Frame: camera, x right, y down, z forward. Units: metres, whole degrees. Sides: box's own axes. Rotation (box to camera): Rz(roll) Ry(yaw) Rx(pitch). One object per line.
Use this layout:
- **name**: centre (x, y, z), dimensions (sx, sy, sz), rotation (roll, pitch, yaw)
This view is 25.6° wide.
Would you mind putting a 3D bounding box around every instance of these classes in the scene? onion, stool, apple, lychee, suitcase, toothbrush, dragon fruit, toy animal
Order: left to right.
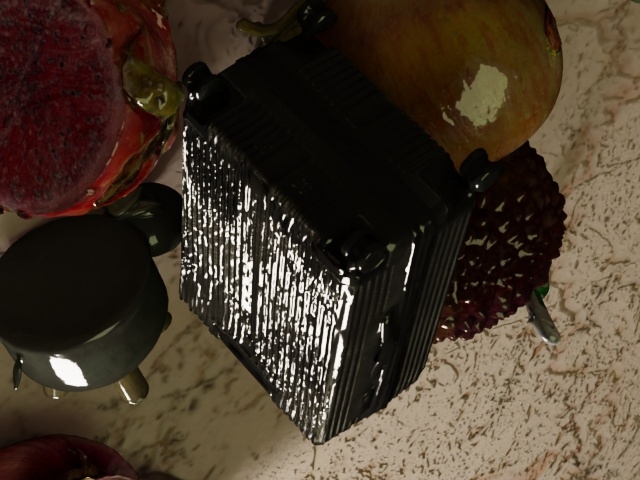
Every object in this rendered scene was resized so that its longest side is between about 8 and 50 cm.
- **onion**: centre (-0.327, 0.315, 1.473), dimensions (0.227, 0.120, 0.283), rotation (13, 113, -50)
- **dragon fruit**: centre (-0.211, -0.124, 1.096), dimensions (0.147, 0.282, 0.211), rotation (-15, 105, -62)
- **stool**: centre (-0.197, 0.057, 1.308), dimensions (0.228, 0.153, 0.139), rotation (-34, 142, -11)
- **suitcase**: centre (0.000, 0.000, 1.202), dimensions (0.152, 0.229, 0.335), rotation (-32, 155, -24)
- **toy animal**: centre (0.012, -0.187, 1.342), dimensions (0.136, 0.073, 0.181), rotation (-48, 131, -7)
- **lychee**: centre (0.117, -0.006, 1.422), dimensions (0.271, 0.271, 0.271), rotation (-24, 140, -23)
- **apple**: centre (0.105, -0.163, 1.240), dimensions (0.211, 0.211, 0.188), rotation (-36, 120, -9)
- **toothbrush**: centre (0.241, 0.047, 1.584), dimensions (0.040, 0.042, 0.418), rotation (-48, -175, 10)

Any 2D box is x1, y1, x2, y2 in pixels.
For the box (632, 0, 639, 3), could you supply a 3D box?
- **box**: centre (0.241, -0.315, 1.212), dimensions (0.252, 0.328, 0.178), rotation (10, 110, -48)
